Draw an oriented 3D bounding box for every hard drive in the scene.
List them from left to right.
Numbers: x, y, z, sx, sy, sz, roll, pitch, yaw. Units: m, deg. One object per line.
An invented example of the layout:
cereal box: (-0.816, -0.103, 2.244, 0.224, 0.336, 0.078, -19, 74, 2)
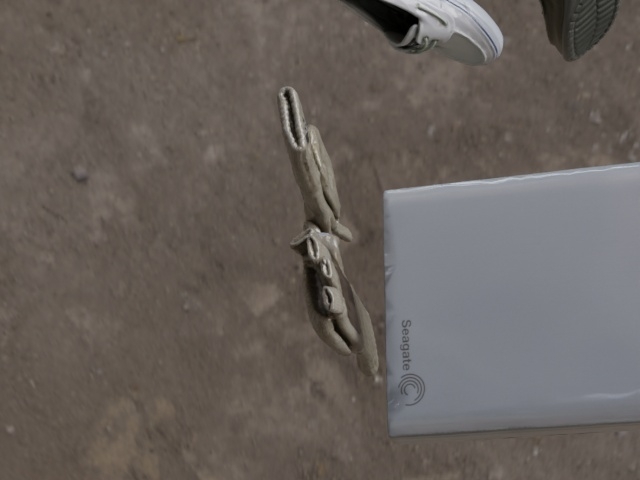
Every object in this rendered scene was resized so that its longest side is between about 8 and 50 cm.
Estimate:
hard drive: (0.230, 0.050, 1.176, 0.353, 0.047, 0.233, -6, 70, 17)

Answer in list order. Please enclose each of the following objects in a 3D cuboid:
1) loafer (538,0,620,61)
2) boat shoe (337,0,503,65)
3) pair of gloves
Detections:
loafer: (0.301, -0.323, 1.640, 0.094, 0.251, 0.087, -36, 54, -15)
boat shoe: (0.093, -0.230, 1.414, 0.226, 0.083, 0.076, 28, 62, -23)
pair of gloves: (0.000, 0.000, 1.271, 0.042, 0.204, 0.240, -15, 69, 7)
